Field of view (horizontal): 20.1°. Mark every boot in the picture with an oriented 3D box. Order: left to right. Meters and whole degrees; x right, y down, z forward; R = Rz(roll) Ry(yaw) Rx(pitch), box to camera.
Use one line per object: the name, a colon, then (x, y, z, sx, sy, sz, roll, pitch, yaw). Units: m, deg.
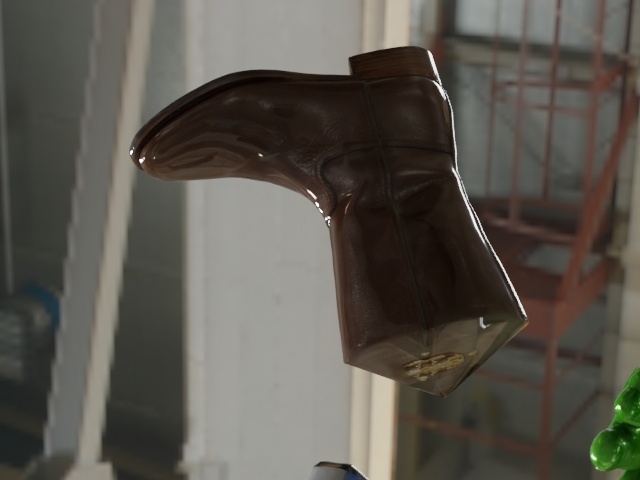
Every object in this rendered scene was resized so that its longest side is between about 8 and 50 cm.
boot: (0.000, 0.000, 0.549, 0.106, 0.037, 0.114, -17, -121, 5)

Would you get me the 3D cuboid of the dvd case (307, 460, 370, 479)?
dvd case: (0.005, 0.230, 0.623, 0.022, 0.180, 0.253, -2, -128, 48)

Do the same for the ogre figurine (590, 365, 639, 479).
ogre figurine: (0.132, 0.092, 0.500, 0.118, 0.197, 0.097, 32, -136, 22)
